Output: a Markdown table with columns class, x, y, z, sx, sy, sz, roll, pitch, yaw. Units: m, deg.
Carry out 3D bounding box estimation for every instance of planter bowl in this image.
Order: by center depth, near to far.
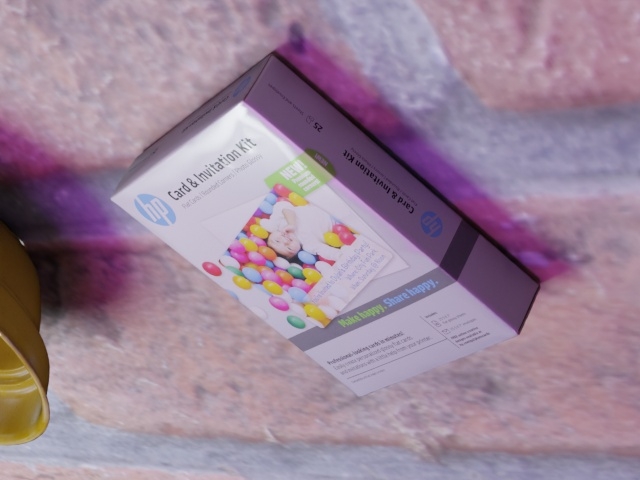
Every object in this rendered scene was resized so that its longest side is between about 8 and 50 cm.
| class | x | y | z | sx | sy | sz | roll | pitch | yaw |
| --- | --- | --- | --- | --- | --- | --- | --- | --- | --- |
| planter bowl | -0.248 | 0.031 | 0.951 | 0.217 | 0.090 | 0.217 | 18 | 145 | 13 |

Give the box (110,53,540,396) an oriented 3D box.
| class | x | y | z | sx | sy | sz | roll | pitch | yaw |
| --- | --- | --- | --- | --- | --- | --- | --- | --- | --- |
| box | 0.000 | 0.000 | 0.781 | 0.186 | 0.038 | 0.145 | 41 | 144 | -16 |
